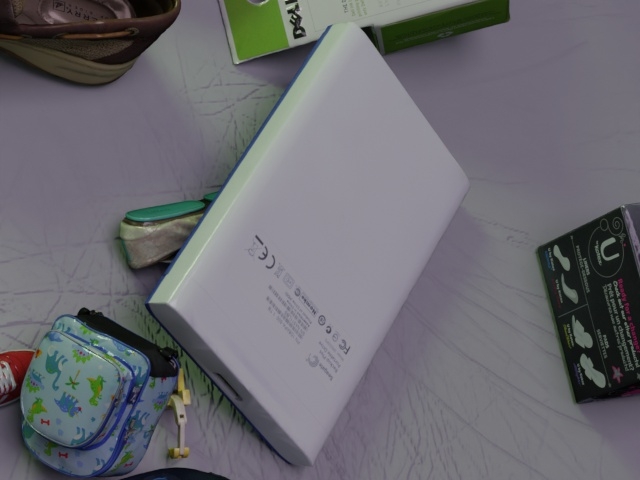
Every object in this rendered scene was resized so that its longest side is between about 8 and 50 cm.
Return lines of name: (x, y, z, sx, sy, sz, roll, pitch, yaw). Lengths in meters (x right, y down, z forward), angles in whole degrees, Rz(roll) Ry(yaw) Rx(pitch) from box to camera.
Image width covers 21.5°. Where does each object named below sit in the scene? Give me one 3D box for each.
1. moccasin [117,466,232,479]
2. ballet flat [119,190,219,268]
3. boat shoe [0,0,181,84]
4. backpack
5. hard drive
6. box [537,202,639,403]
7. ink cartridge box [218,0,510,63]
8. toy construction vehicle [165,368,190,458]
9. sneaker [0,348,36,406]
moccasin: (-0.194, 0.239, 1.223, 0.342, 0.117, 0.137, -29, 92, -39)
ballet flat: (-0.094, -0.013, 1.431, 0.168, 0.057, 0.052, -14, 109, -27)
boat shoe: (-0.265, -0.214, 1.325, 0.342, 0.123, 0.123, 17, 65, -35)
backpack: (-0.178, 0.122, 1.288, 0.084, 0.105, 0.114, 2, 111, -62)
hard drive: (0.000, 0.000, 1.432, 0.210, 0.040, 0.318, 51, 55, -31)
box: (0.357, 0.051, 1.583, 0.247, 0.142, 0.163, -6, 75, -29)
ink cartridge box: (0.029, -0.268, 1.560, 0.255, 0.097, 0.188, -15, 79, 4)
toy construction vehicle: (-0.147, 0.127, 1.355, 0.086, 0.035, 0.098, 4, 71, -27)
sneaker: (-0.256, 0.107, 1.286, 0.118, 0.067, 0.042, -20, 83, -31)
